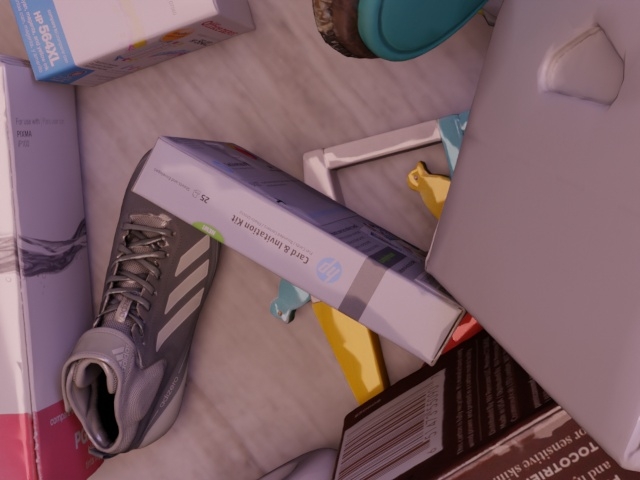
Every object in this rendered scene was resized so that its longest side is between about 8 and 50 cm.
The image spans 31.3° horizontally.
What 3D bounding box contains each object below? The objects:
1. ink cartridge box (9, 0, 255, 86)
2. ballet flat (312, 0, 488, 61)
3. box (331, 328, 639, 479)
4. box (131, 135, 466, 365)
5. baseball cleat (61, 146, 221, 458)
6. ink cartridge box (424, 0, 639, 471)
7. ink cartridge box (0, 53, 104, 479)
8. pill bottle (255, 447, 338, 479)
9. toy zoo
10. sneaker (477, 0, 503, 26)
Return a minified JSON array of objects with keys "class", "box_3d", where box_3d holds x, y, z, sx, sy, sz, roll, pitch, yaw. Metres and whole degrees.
[{"class":"ink cartridge box","box_3d":[-0.113,-0.163,0.727,0.143,0.092,0.089,-17,91,13]},{"class":"ballet flat","box_3d":[0.130,-0.306,0.514,0.483,0.164,0.182,-48,65,15]},{"class":"box","box_3d":[0.127,0.168,0.645,0.167,0.168,0.203,-34,100,14]},{"class":"box","box_3d":[0.000,0.000,0.659,0.186,0.145,0.038,31,99,8]},{"class":"baseball cleat","box_3d":[-0.114,0.039,0.734,0.072,0.109,0.205,6,94,16]},{"class":"ink cartridge box","box_3d":[0.276,0.019,0.505,0.395,0.285,0.166,15,99,-11]},{"class":"ink cartridge box","box_3d":[-0.265,0.027,0.760,0.207,0.117,0.282,-2,95,12]},{"class":"pill bottle","box_3d":[0.020,0.273,0.708,0.146,0.146,0.264,-33,87,12]},{"class":"toy zoo","box_3d":[0.109,0.012,0.727,0.293,0.030,0.192,-14,92,13]},{"class":"sneaker","box_3d":[0.133,-0.308,0.640,0.147,0.145,0.384,8,95,10]}]
